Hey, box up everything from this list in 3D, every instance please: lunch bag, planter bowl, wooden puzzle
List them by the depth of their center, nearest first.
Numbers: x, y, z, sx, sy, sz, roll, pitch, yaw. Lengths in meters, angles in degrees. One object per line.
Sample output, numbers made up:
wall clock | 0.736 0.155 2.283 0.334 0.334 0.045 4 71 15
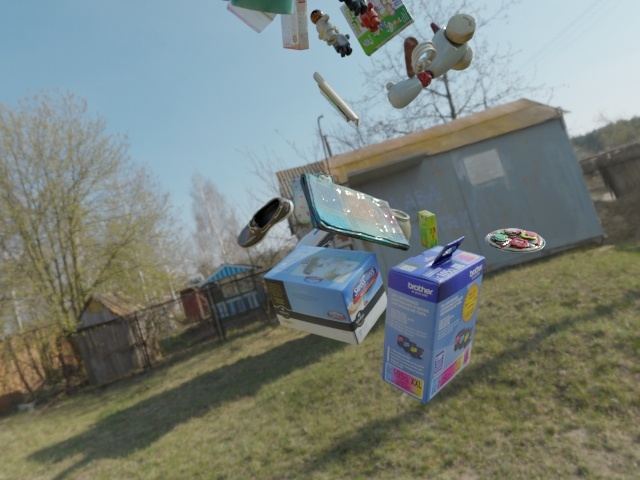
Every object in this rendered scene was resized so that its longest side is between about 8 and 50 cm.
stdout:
wooden puzzle | 0.060 -0.513 1.565 0.044 0.221 0.238 -42 3 14
planter bowl | 0.308 -0.065 1.752 0.162 0.109 0.162 15 23 -7
lunch bag | -0.037 -0.238 2.442 0.223 0.262 0.160 -10 -6 35

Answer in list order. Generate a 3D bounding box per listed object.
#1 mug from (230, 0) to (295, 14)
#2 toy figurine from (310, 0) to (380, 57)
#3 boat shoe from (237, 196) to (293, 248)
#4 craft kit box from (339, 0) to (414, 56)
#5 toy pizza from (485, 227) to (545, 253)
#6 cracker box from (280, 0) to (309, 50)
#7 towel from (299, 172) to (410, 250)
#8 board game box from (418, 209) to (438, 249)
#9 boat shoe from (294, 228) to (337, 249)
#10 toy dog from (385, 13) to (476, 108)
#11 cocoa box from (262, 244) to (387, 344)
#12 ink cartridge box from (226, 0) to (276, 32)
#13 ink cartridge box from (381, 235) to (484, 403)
mug | -0.119 -0.513 0.835 0.129 0.097 0.158 20 32 16
toy figurine | 0.082 -0.783 1.484 0.209 0.148 0.213 -36 -13 27
boat shoe | -0.270 -0.081 1.909 0.324 0.116 0.097 -38 -27 17
craft kit box | 0.247 -1.002 1.865 0.247 0.250 0.061 -30 0 30
toy pizza | 0.714 -0.007 1.545 0.201 0.032 0.201 -6 25 3
cracker box | -0.131 -1.084 2.103 0.067 0.232 0.156 -23 37 -29
towel | 0.116 -0.098 1.422 0.370 0.271 0.040 13 -52 -28
board game box | 0.528 -0.048 2.063 0.043 0.181 0.092 -16 21 -11
boat shoe | 0.000 0.000 1.914 0.301 0.102 0.108 -45 29 10
toy dog | 0.311 -0.547 1.250 0.334 0.161 0.220 -31 -27 -25
cocoa box | 0.018 0.176 1.474 0.347 0.228 0.231 5 33 38
ink cartridge box | -0.177 -0.895 1.443 0.279 0.160 0.384 -54 23 8
ink cartridge box | 0.303 0.181 1.124 0.151 0.395 0.270 14 22 40
